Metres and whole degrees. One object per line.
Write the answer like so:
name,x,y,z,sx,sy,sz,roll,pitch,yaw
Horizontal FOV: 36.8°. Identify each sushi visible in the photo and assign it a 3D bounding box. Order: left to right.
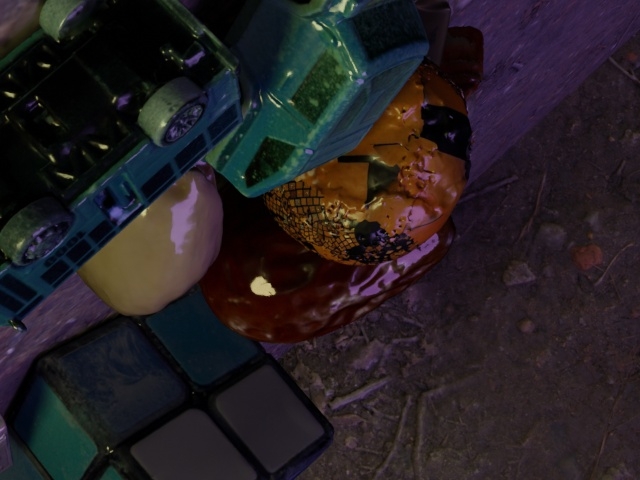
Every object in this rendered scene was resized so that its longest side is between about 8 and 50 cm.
sushi,0.103,-0.158,1.315,0.332,0.124,0.130,-39,168,-12

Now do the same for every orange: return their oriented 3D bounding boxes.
orange,0.042,-0.092,0.984,0.234,0.234,0.182,-48,167,22

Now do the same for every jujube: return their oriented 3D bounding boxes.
jujube,0.000,0.000,1.173,0.318,0.223,0.223,-21,172,10

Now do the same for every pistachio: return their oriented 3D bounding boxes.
pistachio,-0.166,-0.012,0.928,0.152,0.126,0.223,7,140,-27

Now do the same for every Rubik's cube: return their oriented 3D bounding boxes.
Rubik's cube,-0.230,0.293,1.343,0.313,0.318,0.316,-28,160,-49

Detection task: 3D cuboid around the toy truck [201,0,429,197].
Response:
toy truck,-0.007,-0.172,0.798,0.155,0.156,0.279,-31,165,-49

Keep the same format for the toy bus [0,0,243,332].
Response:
toy bus,-0.183,-0.059,0.675,0.256,0.128,0.147,-43,171,-9

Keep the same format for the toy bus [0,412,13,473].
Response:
toy bus,-0.401,0.230,1.136,0.057,0.072,0.172,-33,165,-27

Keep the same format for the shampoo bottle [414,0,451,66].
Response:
shampoo bottle,0.086,-0.241,1.054,0.125,0.084,0.350,-36,167,-7
